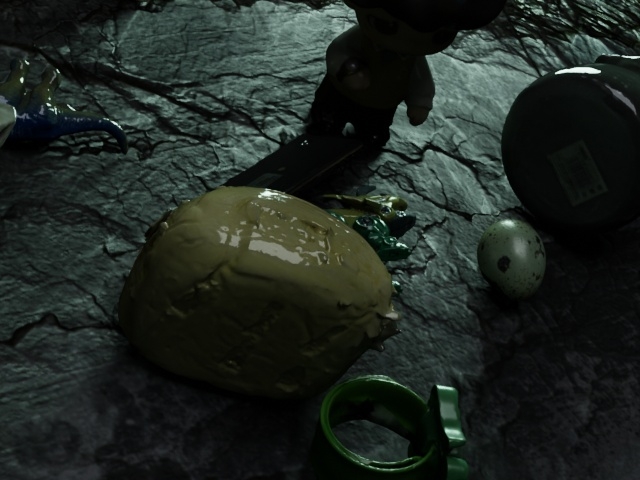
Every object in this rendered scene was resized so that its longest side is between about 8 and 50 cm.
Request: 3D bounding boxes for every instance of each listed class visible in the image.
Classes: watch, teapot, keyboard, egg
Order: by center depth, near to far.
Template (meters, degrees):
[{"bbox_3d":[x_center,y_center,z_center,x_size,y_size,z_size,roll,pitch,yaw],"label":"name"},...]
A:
[{"bbox_3d":[0.070,0.218,1.601,0.152,0.131,0.165,7,44,-9],"label":"watch"},{"bbox_3d":[-0.071,-0.060,1.850,0.106,0.027,0.317,8,28,34],"label":"keyboard"},{"bbox_3d":[0.239,0.025,1.925,0.085,0.085,0.110,4,61,-26],"label":"egg"},{"bbox_3d":[0.426,-0.127,2.100,0.305,0.223,0.285,37,33,14],"label":"teapot"}]

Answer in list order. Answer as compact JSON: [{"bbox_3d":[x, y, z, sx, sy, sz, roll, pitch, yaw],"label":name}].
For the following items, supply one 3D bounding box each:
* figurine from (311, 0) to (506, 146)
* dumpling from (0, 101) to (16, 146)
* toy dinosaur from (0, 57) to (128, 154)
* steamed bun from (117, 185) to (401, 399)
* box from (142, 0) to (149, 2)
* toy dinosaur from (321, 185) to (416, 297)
[{"bbox_3d":[0.095,-0.267,1.922,0.218,0.365,0.206,24,29,-3],"label":"figurine"},{"bbox_3d":[-0.438,-0.099,1.643,0.229,0.124,0.151,-30,45,-33],"label":"dumpling"},{"bbox_3d":[-0.346,-0.117,1.772,0.247,0.075,0.188,25,49,-13],"label":"toy dinosaur"},{"bbox_3d":[-0.060,0.042,1.622,0.273,0.232,0.166,16,45,-13],"label":"steamed bun"},{"bbox_3d":[-0.304,-0.435,2.092,0.168,0.095,0.212,8,43,-19],"label":"box"},{"bbox_3d":[0.000,0.000,1.815,0.259,0.094,0.153,-7,37,-18],"label":"toy dinosaur"}]
